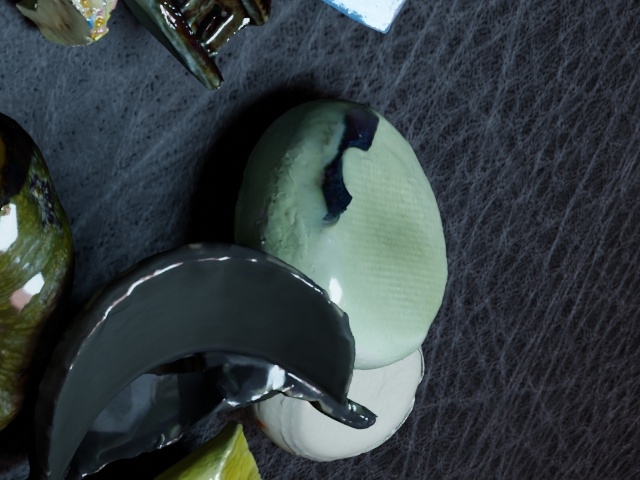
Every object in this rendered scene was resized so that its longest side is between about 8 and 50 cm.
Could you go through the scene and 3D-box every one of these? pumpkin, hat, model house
[{"bbox_3d":[-0.309,0.073,1.143,0.325,0.242,0.232,-44,133,-11],"label":"pumpkin"},{"bbox_3d":[-0.137,0.099,1.308,0.366,0.257,0.381,-16,133,-18],"label":"hat"},{"bbox_3d":[-0.104,-0.244,1.256,0.152,0.106,0.165,-47,146,-11],"label":"model house"}]

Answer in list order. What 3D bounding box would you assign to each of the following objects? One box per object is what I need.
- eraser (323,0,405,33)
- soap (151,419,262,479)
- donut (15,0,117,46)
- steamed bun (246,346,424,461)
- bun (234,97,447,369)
[{"bbox_3d":[0.083,-0.359,1.384,0.144,0.042,0.312,26,100,-30],"label":"eraser"},{"bbox_3d":[-0.221,0.370,1.508,0.427,0.115,0.306,-36,161,-11],"label":"soap"},{"bbox_3d":[-0.209,-0.218,1.157,0.065,0.108,0.166,-57,142,-20],"label":"donut"},{"bbox_3d":[0.004,0.150,1.640,0.228,0.131,0.177,-3,115,-47],"label":"steamed bun"},{"bbox_3d":[0.000,0.000,1.484,0.283,0.179,0.283,29,56,-53],"label":"bun"}]
